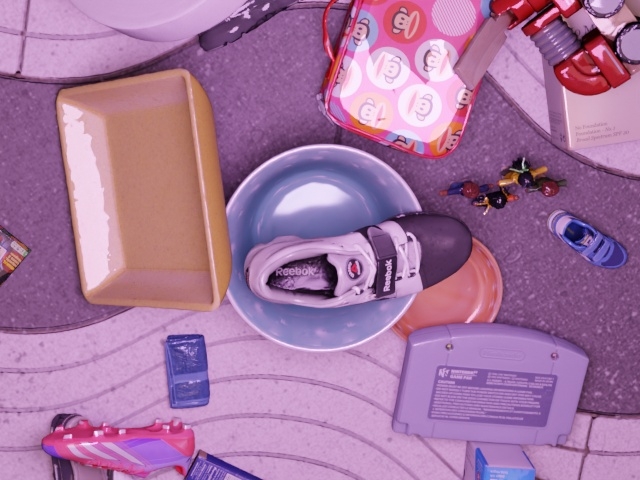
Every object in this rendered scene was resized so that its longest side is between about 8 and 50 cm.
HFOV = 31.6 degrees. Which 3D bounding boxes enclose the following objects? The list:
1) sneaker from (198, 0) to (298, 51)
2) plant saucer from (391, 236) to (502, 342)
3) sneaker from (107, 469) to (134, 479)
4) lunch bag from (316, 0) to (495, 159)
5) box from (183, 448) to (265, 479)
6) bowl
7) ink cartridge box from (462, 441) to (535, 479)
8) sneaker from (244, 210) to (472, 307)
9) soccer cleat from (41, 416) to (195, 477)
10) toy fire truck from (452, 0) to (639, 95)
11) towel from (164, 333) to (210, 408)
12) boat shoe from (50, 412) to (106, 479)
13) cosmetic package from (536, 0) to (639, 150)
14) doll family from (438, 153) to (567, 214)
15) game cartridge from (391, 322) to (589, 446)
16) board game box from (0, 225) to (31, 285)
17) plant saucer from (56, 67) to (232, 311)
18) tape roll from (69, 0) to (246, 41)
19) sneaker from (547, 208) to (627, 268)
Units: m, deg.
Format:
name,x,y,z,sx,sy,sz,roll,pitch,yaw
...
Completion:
name,x,y,z,sx,sy,sz,roll,pitch,yaw
sneaker,-0.079,-0.383,1.680,0.267,0.101,0.106,-29,99,2
plant saucer,0.190,0.077,1.813,0.200,0.037,0.200,-1,100,-4
sneaker,-0.311,0.411,1.841,0.061,0.054,0.152,-11,104,-18
lunch bag,0.122,-0.286,1.699,0.258,0.120,0.293,21,99,-7
box,-0.130,0.452,1.862,0.225,0.036,0.136,28,98,-7
bowl,0.000,0.000,1.723,0.312,0.163,0.311,-1,101,-3
ink cartridge box,0.279,0.434,1.828,0.086,0.148,0.203,5,100,-5
sneaker,0.061,0.040,1.582,0.331,0.146,0.122,-12,100,-3
soccer cleat,-0.312,0.332,1.773,0.248,0.083,0.095,1,97,-31
toy fire truck,0.322,-0.282,1.601,0.246,0.158,0.217,-34,100,18
towel,-0.213,0.210,1.816,0.067,0.029,0.119,-4,100,-4
boat shoe,-0.397,0.374,1.831,0.065,0.075,0.206,11,110,38
cosmetic package,0.421,-0.303,1.720,0.160,0.113,0.309,-10,102,-1
doll family,0.281,-0.083,1.751,0.193,0.111,0.076,-21,101,1
game cartridge,0.272,0.229,1.815,0.294,0.060,0.196,6,114,-9
board game box,-0.593,-0.017,1.751,0.260,0.030,0.136,40,98,-9
plant saucer,-0.246,-0.071,1.654,0.081,0.333,0.332,-12,98,-44
tape roll,-0.213,-0.469,1.565,0.392,0.072,0.392,-4,81,26
sneaker,0.428,0.004,1.803,0.144,0.059,0.053,29,95,-9
